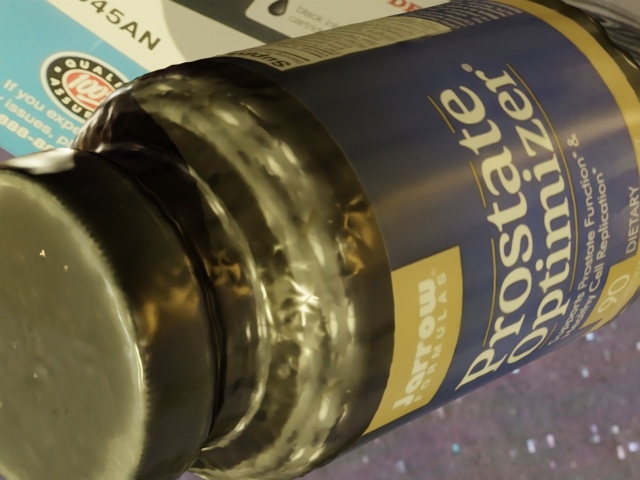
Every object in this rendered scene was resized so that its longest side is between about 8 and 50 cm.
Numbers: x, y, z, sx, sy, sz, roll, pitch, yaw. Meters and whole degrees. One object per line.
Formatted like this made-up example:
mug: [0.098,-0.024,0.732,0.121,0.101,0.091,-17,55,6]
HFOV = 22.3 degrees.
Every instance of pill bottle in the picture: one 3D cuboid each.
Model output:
pill bottle: [0.000,0.000,0.485,0.123,0.122,0.219,11,-158,42]

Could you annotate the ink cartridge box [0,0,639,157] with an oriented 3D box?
ink cartridge box: [0.056,-0.143,0.668,0.395,0.285,0.166,-43,-158,41]
